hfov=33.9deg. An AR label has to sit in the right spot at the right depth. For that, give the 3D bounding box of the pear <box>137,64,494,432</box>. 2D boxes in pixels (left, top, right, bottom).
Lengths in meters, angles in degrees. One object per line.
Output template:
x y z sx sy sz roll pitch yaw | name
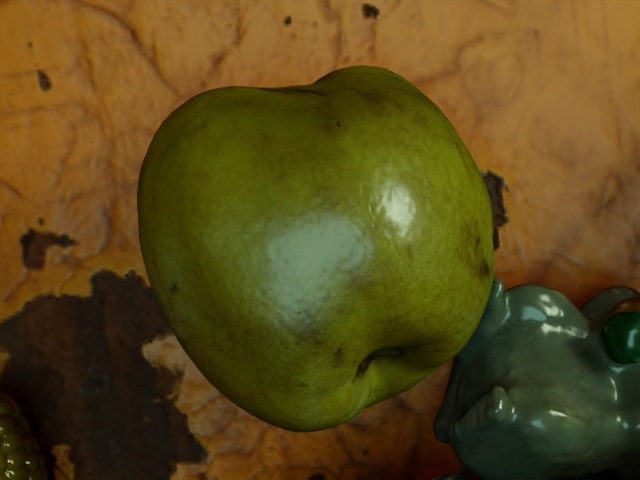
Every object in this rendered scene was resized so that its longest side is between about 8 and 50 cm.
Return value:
0.000 0.000 0.578 0.199 0.200 0.200 1 100 5 | pear

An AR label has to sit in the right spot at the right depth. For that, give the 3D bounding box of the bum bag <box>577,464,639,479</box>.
0.180 0.184 0.604 0.106 0.233 0.060 12 57 15 | bum bag

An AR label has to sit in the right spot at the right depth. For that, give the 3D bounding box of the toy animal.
0.201 0.095 0.629 0.251 0.127 0.126 10 86 -10 | toy animal

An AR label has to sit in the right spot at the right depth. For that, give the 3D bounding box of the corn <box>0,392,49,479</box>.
-0.208 0.242 0.689 0.101 0.102 0.313 -11 96 7 | corn

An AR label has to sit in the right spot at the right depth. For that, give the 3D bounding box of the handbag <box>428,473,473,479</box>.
0.041 0.329 0.598 0.240 0.247 0.341 -32 97 42 | handbag
